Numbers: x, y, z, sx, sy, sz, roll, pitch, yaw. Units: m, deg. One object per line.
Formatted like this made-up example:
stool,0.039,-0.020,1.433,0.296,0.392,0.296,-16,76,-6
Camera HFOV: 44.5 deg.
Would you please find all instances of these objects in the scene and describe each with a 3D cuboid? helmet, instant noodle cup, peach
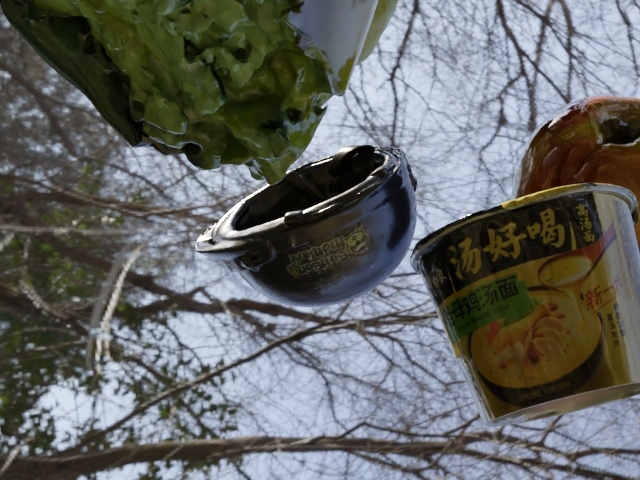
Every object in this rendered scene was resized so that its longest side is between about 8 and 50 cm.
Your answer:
helmet,0.000,0.000,0.970,0.279,0.230,0.160,-27,-71,4
instant noodle cup,0.144,0.048,0.503,0.151,0.151,0.122,-25,-112,36
peach,0.367,-0.043,0.998,0.238,0.281,0.281,47,-63,42

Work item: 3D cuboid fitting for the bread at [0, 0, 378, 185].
bread,-0.062,-0.254,0.496,0.251,0.208,0.377,17,-109,4

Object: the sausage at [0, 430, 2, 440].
sausage,-0.313,0.142,0.594,0.194,0.077,0.077,-7,-95,37

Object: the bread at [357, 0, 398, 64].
bread,0.001,-0.508,1.498,0.348,0.307,0.348,-160,-90,-74
